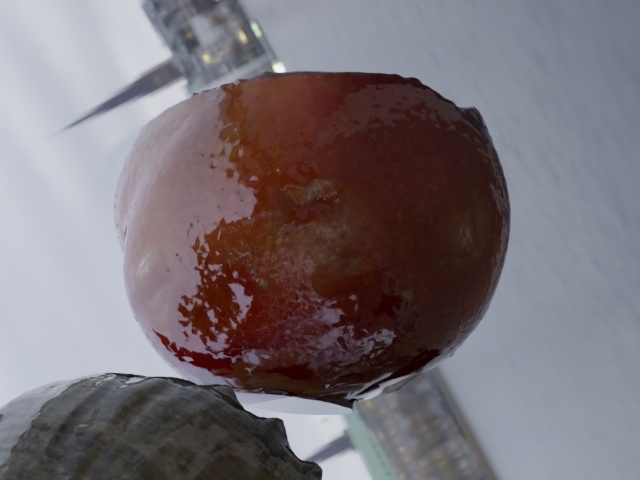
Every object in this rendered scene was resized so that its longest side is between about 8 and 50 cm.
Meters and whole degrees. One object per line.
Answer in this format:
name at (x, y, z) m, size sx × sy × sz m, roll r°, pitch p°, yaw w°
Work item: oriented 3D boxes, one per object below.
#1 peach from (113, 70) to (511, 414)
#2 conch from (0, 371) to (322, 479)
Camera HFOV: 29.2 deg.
peach at (-0.014, 0.017, 1.221) m, size 0.335 × 0.405 × 0.310 m, roll 66°, pitch -158°, yaw -67°
conch at (-0.073, 0.119, 0.485) m, size 0.155 × 0.130 × 0.207 m, roll 32°, pitch -161°, yaw 33°
